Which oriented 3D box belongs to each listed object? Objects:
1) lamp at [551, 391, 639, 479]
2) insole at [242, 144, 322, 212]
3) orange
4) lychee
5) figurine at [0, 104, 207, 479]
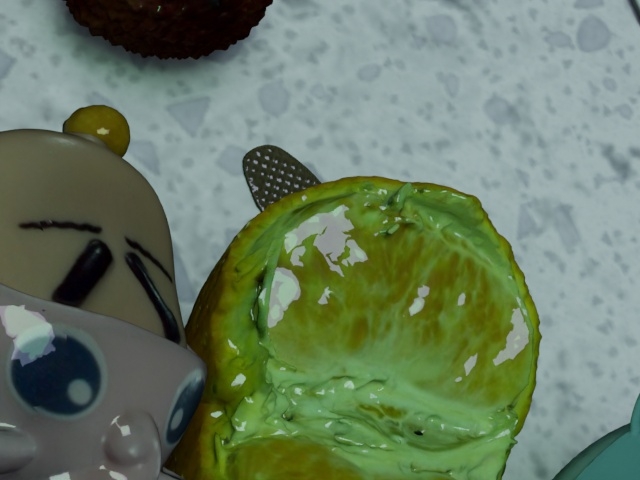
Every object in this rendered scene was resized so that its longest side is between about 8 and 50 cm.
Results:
[{"bbox_3d":[0.168,0.207,0.668,0.209,0.147,0.284,31,68,-34],"label":"lamp"},{"bbox_3d":[0.000,0.000,0.788,0.045,0.002,0.135,-29,80,-26],"label":"insole"},{"bbox_3d":[0.012,0.095,0.664,0.179,0.158,0.237,14,69,-22],"label":"orange"},{"bbox_3d":[-0.086,-0.161,0.764,0.129,0.123,0.123,0,68,-9],"label":"lychee"},{"bbox_3d":[-0.159,0.014,0.602,0.176,0.287,0.186,20,98,-39],"label":"figurine"}]
